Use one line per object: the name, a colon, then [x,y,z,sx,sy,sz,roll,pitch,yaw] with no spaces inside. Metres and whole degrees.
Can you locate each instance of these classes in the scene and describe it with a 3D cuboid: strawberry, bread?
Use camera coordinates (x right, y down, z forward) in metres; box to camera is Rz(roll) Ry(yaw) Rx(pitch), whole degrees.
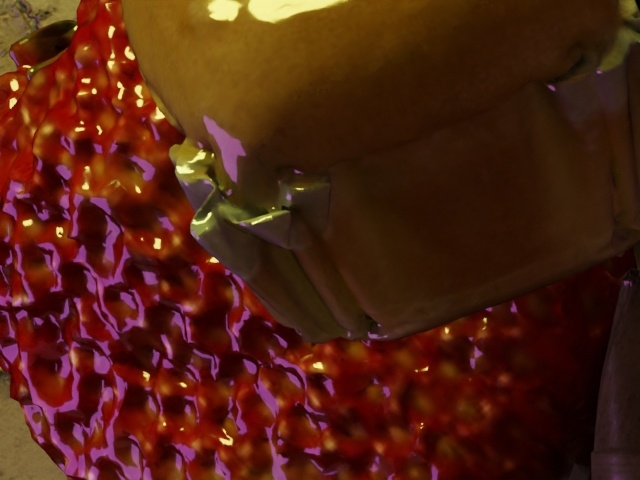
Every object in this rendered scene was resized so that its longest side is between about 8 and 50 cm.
strawberry: [0.000,0.000,0.788,0.267,0.312,0.351,25,-161,-53]
bread: [0.008,-0.087,0.508,0.241,0.136,0.107,-110,-3,-47]

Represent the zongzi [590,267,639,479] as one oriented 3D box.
zongzi: [0.146,0.121,0.600,0.189,0.081,0.178,-121,19,-63]
